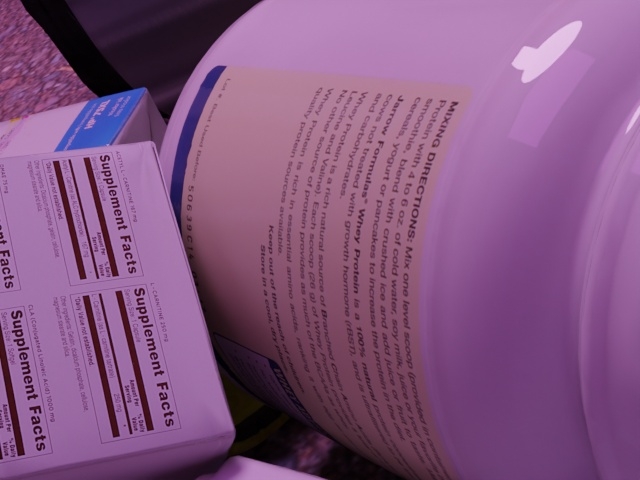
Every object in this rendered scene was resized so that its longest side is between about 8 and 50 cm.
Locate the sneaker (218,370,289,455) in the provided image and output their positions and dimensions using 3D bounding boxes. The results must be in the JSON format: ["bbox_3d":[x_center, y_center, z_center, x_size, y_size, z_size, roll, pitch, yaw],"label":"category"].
[{"bbox_3d":[0.000,0.000,0.731,0.295,0.109,0.123,-38,37,-20],"label":"sneaker"}]

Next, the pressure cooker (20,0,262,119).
[{"bbox_3d":[-0.018,-0.321,0.962,0.420,0.370,0.375,-19,-13,18],"label":"pressure cooker"}]

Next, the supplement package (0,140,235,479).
[{"bbox_3d":[-0.168,0.076,0.553,0.203,0.194,0.149,-8,62,-20],"label":"supplement package"}]

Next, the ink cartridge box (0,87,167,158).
[{"bbox_3d":[-0.206,-0.015,0.871,0.231,0.134,0.078,-9,36,23],"label":"ink cartridge box"}]

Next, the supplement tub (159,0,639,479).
[{"bbox_3d":[0.093,-0.001,0.515,0.235,0.235,0.325,-38,27,-20],"label":"supplement tub"}]

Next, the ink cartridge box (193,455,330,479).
[{"bbox_3d":[0.038,0.213,0.368,0.307,0.129,0.223,7,44,41],"label":"ink cartridge box"}]
